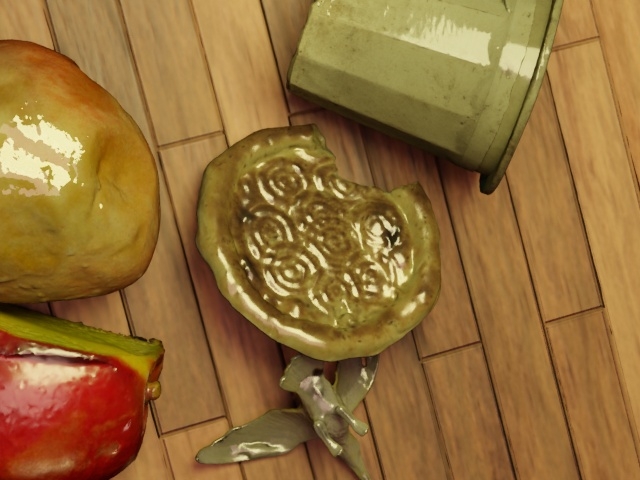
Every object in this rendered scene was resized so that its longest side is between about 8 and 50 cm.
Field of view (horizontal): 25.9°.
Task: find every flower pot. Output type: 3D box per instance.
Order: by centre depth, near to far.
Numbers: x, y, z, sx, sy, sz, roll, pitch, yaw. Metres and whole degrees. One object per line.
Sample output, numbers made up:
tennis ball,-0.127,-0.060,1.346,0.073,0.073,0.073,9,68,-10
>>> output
flower pot,0.089,-0.172,1.206,0.203,0.212,0.212,21,86,1

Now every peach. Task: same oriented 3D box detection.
peach,-0.234,-0.039,1.132,0.235,0.214,0.214,40,83,-25
peach,-0.270,0.125,1.142,0.267,0.154,0.158,19,88,-12

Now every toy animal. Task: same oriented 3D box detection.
toy animal,0.006,0.167,1.231,0.219,0.095,0.155,-35,93,-8

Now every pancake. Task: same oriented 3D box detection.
pancake,0.000,0.000,1.222,0.235,0.029,0.212,24,62,-7
